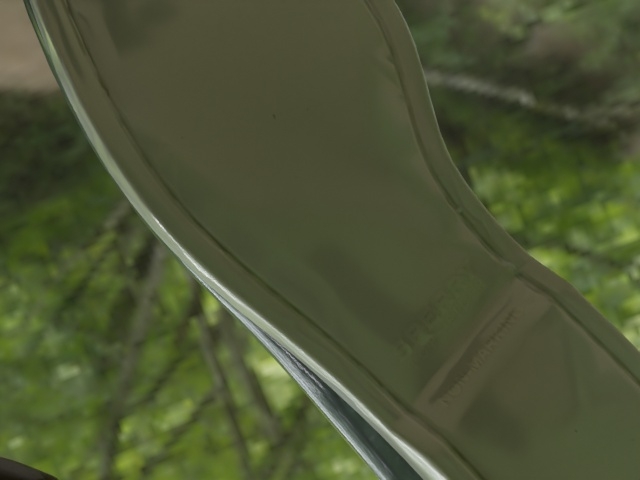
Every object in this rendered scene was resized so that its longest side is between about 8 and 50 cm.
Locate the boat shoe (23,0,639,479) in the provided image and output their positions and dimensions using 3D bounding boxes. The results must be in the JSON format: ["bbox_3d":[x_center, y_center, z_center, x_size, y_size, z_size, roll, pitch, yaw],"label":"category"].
[{"bbox_3d":[0.000,0.000,0.675,0.116,0.319,0.099,-42,-175,-24],"label":"boat shoe"}]

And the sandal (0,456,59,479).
[{"bbox_3d":[-0.086,0.107,0.451,0.049,0.072,0.180,-46,-170,25],"label":"sandal"}]
